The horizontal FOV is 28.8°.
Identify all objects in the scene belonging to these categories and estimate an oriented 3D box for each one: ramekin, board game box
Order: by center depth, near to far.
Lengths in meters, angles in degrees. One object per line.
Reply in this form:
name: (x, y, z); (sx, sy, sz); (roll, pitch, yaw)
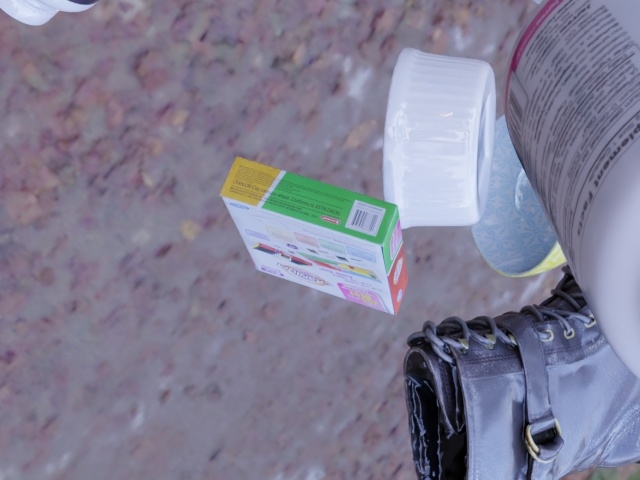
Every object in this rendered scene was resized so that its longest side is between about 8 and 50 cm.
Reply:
board game box: (0.000, 0.000, 1.825); (0.316, 0.242, 0.064); (74, 36, -69)
ramekin: (0.184, -0.150, 1.885); (0.277, 0.135, 0.277); (4, 90, -77)

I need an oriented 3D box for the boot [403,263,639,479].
boot: (0.148, 0.054, 0.792); (0.229, 0.091, 0.263); (-5, 93, -37)

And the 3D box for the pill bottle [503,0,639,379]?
pill bottle: (0.189, -0.022, 0.576); (0.160, 0.283, 0.160); (-2, 121, -4)

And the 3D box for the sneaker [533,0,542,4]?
sneaker: (0.302, -0.231, 1.243); (0.106, 0.290, 0.123); (-48, 138, -9)

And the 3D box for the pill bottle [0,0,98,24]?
pill bottle: (-0.322, -0.440, 1.714); (0.323, 0.181, 0.181); (-35, 155, 29)

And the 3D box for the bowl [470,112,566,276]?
bowl: (0.395, -0.079, 2.137); (0.156, 0.289, 0.289); (4, 117, -29)
